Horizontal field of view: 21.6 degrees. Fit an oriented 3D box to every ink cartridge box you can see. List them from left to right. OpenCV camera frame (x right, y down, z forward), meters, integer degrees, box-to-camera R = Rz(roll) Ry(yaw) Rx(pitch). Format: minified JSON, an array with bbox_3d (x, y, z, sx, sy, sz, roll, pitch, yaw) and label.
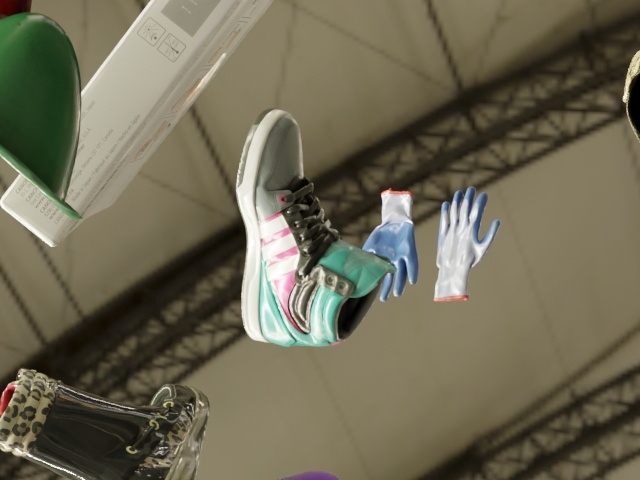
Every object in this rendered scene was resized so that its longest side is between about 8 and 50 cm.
[{"bbox_3d":[-0.143,-0.143,1.471,0.296,0.066,0.261,-51,3,9],"label":"ink cartridge box"}]

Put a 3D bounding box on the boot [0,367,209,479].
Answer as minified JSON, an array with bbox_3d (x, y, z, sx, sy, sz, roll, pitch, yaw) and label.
[{"bbox_3d":[-0.197,0.159,1.512,0.085,0.179,0.236,-59,10,15],"label":"boot"}]

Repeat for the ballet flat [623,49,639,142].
[{"bbox_3d":[0.263,-0.090,1.287,0.250,0.058,0.084,-91,9,-58],"label":"ballet flat"}]

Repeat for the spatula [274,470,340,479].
[{"bbox_3d":[0.015,0.358,1.569,0.084,0.030,0.296,-15,-77,-5],"label":"spatula"}]

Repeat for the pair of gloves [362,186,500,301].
[{"bbox_3d":[0.137,0.005,2.168,0.023,0.198,0.159,34,-120,-53],"label":"pair of gloves"}]

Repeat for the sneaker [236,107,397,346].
[{"bbox_3d":[0.000,0.000,1.947,0.124,0.178,0.295,-38,-46,-52],"label":"sneaker"}]

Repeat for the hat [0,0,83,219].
[{"bbox_3d":[-0.190,-0.145,1.225,0.183,0.173,0.208,-48,-38,-5],"label":"hat"}]
